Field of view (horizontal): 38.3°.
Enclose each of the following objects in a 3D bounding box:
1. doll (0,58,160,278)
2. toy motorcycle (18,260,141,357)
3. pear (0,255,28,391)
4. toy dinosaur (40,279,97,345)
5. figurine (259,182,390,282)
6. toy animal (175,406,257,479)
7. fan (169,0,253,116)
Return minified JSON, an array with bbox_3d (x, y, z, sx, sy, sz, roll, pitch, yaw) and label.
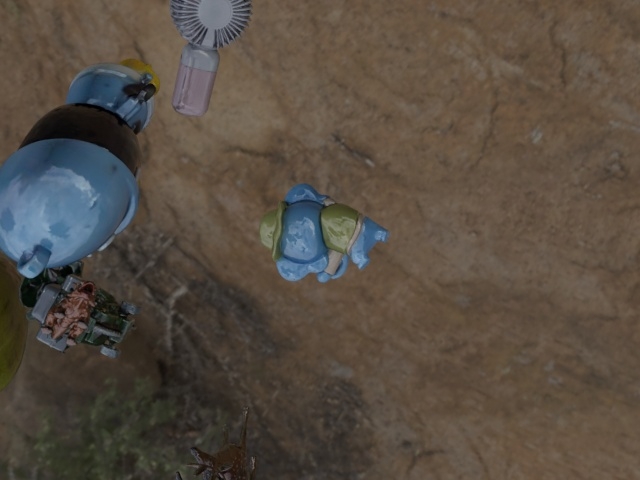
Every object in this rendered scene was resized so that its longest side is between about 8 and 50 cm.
[{"bbox_3d":[-0.262,-0.080,1.014,0.177,0.314,0.141,-23,125,35],"label":"doll"},{"bbox_3d":[-0.367,0.098,1.372,0.187,0.124,0.275,25,175,-6],"label":"toy motorcycle"},{"bbox_3d":[-0.625,0.133,1.565,0.321,0.269,0.269,-119,20,-48],"label":"pear"},{"bbox_3d":[-0.299,0.089,1.095,0.049,0.055,0.154,25,140,-20],"label":"toy dinosaur"},{"bbox_3d":[-0.001,-0.002,1.890,0.262,0.154,0.180,21,114,18],"label":"figurine"},{"bbox_3d":[-0.162,0.422,1.655,0.087,0.260,0.243,-14,119,13],"label":"toy animal"},{"bbox_3d":[-0.189,-0.318,1.481,0.130,0.074,0.244,10,110,-22],"label":"fan"}]
